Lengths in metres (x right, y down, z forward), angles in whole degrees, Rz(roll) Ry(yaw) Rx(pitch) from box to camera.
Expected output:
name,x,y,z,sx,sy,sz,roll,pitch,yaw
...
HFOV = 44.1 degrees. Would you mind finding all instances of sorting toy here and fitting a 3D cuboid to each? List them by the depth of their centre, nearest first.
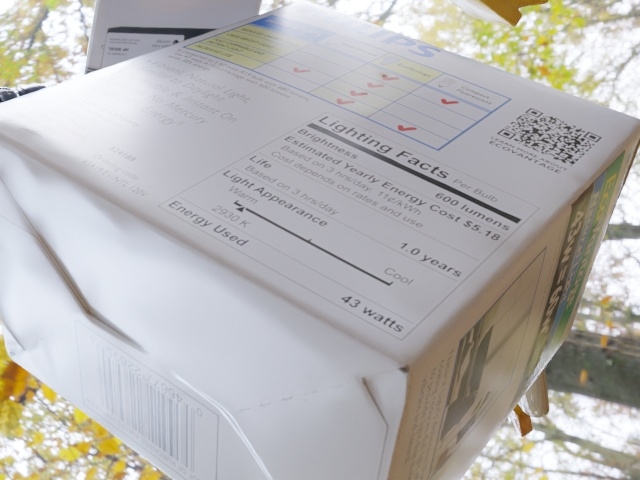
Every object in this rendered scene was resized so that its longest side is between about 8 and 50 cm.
name,x,y,z,sx,sy,sz,roll,pitch,yaw
sorting toy,0.218,0.116,1.011,0.041,0.229,0.307,-30,-43,-6

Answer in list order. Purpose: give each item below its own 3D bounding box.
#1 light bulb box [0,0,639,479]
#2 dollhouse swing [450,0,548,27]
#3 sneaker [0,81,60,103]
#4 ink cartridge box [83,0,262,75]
name,x,y,z,sx,sy,sz,roll,pitch,yaw
light bulb box,0.000,0.000,0.619,0.361,0.358,0.225,-35,-37,-43
dollhouse swing,0.300,-0.608,1.472,0.315,0.305,0.346,33,-87,-13
sneaker,-0.406,-0.096,1.060,0.163,0.086,0.226,-24,-70,-61
ink cartridge box,-0.169,-0.224,0.918,0.166,0.285,0.394,13,-70,-11
